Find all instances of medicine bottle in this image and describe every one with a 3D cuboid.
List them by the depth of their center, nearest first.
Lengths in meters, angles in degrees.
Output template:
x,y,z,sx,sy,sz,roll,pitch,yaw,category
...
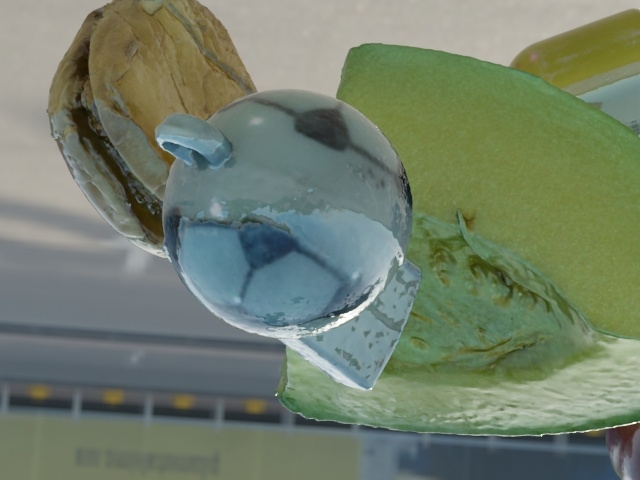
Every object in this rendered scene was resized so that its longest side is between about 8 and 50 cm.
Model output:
x,y,z,sx,sy,sz,roll,pitch,yaw,category
0.214,-0.124,1.765,0.212,0.121,0.122,-19,171,4,medicine bottle

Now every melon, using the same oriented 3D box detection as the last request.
x,y,z,sx,sy,sz,roll,pitch,yaw,category
0.145,0.034,1.519,0.344,0.331,0.226,15,-171,5,melon

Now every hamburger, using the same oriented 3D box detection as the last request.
x,y,z,sx,sy,sz,roll,pitch,yaw,category
-0.169,-0.129,2.015,0.145,0.259,0.283,-23,-158,33,hamburger

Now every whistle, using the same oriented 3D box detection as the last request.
x,y,z,sx,sy,sz,roll,pitch,yaw,category
0.000,0.000,1.176,0.163,0.163,0.290,-2,152,42,whistle

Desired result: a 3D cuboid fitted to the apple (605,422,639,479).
x,y,z,sx,sy,sz,roll,pitch,yaw,category
0.350,0.177,1.847,0.147,0.158,0.156,9,-149,12,apple
